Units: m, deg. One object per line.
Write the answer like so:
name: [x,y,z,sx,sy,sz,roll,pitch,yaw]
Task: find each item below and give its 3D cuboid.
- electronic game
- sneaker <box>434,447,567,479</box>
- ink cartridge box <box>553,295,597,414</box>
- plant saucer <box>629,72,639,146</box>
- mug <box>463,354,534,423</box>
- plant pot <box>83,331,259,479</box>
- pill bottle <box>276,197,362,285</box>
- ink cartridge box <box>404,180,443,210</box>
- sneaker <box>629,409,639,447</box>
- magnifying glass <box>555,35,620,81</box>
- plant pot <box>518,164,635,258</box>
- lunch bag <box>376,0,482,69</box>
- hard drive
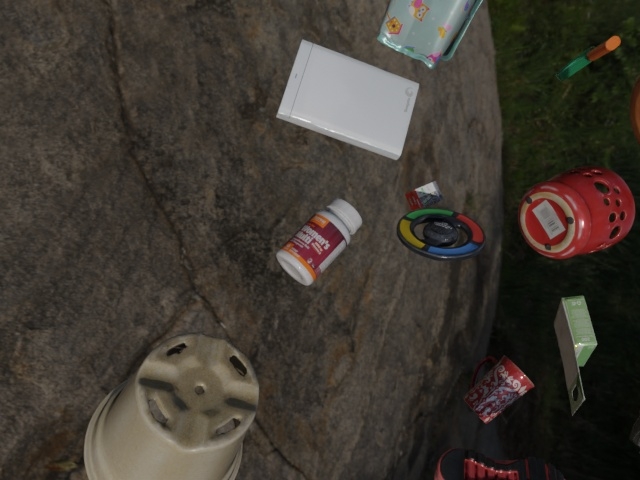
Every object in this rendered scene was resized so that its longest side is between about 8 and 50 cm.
electronic game: [0.313,-0.019,1.358,0.229,0.229,0.048,-45,146,-47]
sneaker: [0.403,0.542,1.157,0.136,0.313,0.116,98,8,-53]
ink cartridge box: [0.600,0.270,1.215,0.171,0.056,0.235,63,23,-56]
plant saucer: [0.531,-0.183,0.784,0.200,0.037,0.200,-18,90,-88]
mug: [0.492,0.419,1.473,0.113,0.169,0.150,47,1,-4]
plant pot: [-0.270,0.345,1.025,0.334,0.333,0.305,-46,172,-46]
pill bottle: [0.000,0.000,1.343,0.221,0.121,0.121,-46,133,-18]
ink cartridge box: [0.314,-0.134,1.609,0.029,0.115,0.063,-27,94,-52]
sneaker: [0.893,0.489,1.336,0.276,0.098,0.135,11,112,-29]
magnifying glass: [0.560,-0.384,1.090,0.026,0.092,0.231,50,9,-3]
plant pot: [0.541,-0.056,1.132,0.174,0.191,0.191,-16,108,-27]
lunch bag: [0.239,-0.488,1.056,0.223,0.160,0.262,-64,174,29]
hard drive: [0.081,-0.388,1.439,0.047,0.353,0.233,138,-31,-74]
